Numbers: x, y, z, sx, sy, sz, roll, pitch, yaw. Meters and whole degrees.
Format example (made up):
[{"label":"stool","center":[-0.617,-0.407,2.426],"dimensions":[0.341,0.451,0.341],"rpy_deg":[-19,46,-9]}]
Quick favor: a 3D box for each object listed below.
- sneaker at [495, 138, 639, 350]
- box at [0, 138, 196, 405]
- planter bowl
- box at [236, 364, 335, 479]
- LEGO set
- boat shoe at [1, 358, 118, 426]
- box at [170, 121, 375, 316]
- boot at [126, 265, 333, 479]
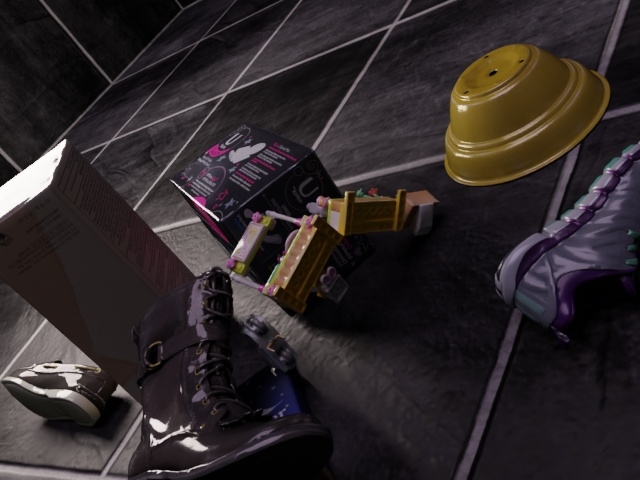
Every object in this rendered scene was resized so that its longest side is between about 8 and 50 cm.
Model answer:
[{"label":"sneaker","center":[0.263,0.000,0.687],"dimensions":[0.223,0.083,0.098],"rpy_deg":[-41,50,-1]},{"label":"box","center":[-0.251,0.049,0.954],"dimensions":[0.121,0.311,0.148],"rpy_deg":[-33,27,9]},{"label":"planter bowl","center":[0.225,-0.171,0.954],"dimensions":[0.217,0.090,0.217],"rpy_deg":[-29,28,17]},{"label":"box","center":[-0.071,0.203,0.803],"dimensions":[0.136,0.036,0.225],"rpy_deg":[-37,26,4]},{"label":"LEGO set","center":[0.000,0.000,0.873],"dimensions":[0.107,0.132,0.287],"rpy_deg":[16,51,45]},{"label":"boat shoe","center":[-0.366,0.207,1.115],"dimensions":[0.227,0.081,0.069],"rpy_deg":[0,43,41]},{"label":"box","center":[-0.067,-0.037,1.026],"dimensions":[0.142,0.163,0.247],"rpy_deg":[-39,27,-9]},{"label":"boot","center":[-0.103,0.125,0.742],"dimensions":[0.263,0.091,0.229],"rpy_deg":[-25,51,32]}]
